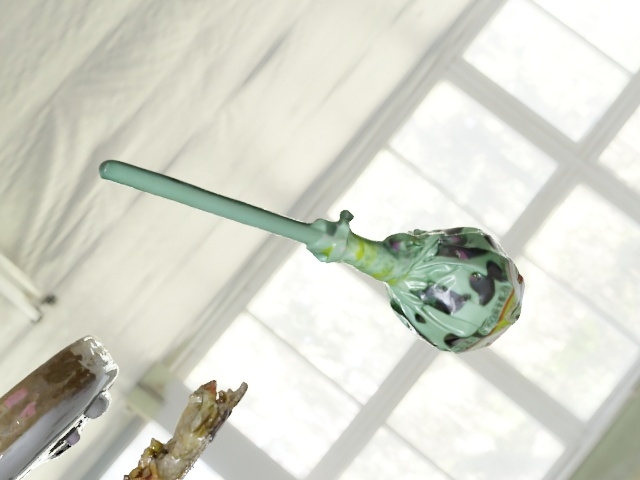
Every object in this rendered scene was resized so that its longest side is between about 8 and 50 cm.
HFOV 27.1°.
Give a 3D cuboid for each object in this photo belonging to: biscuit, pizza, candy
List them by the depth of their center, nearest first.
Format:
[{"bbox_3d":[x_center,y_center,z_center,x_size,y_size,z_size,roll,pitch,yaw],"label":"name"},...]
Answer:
[{"bbox_3d":[0.000,0.000,0.831,0.091,0.305,0.083,30,100,63],"label":"candy"},{"bbox_3d":[-0.200,0.136,0.853,0.181,0.049,0.208,-41,-3,1],"label":"biscuit"},{"bbox_3d":[-0.220,0.314,1.755,0.288,0.074,0.251,-55,-1,24],"label":"pizza"}]
